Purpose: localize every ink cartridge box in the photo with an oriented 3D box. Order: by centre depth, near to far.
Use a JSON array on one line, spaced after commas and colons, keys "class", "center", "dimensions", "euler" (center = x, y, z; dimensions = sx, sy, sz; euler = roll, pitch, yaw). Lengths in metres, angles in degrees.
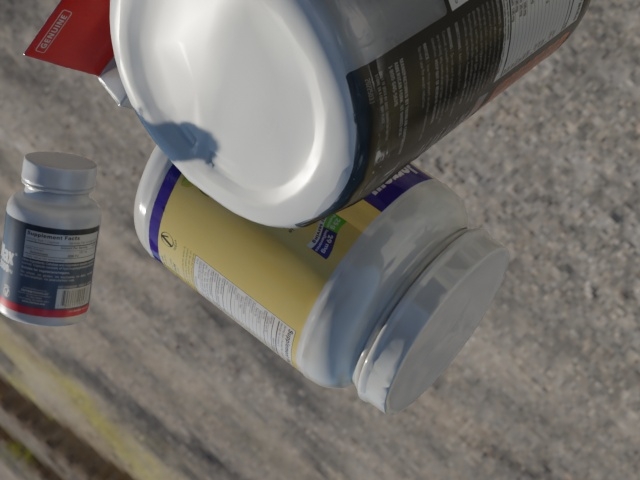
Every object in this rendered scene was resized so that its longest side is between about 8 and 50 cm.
[{"class": "ink cartridge box", "center": [-0.173, -0.290, 1.471], "dimensions": [0.066, 0.296, 0.261], "euler": [49, -159, 25]}]

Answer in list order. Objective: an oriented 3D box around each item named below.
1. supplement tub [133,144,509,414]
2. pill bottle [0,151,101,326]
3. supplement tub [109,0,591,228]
[{"class": "supplement tub", "center": [0.000, 0.000, 1.253], "dimensions": [0.331, 0.241, 0.241], "euler": [35, 157, 20]}, {"class": "pill bottle", "center": [-0.303, -0.004, 1.376], "dimensions": [0.108, 0.108, 0.180], "euler": [26, 111, 45]}, {"class": "supplement tub", "center": [0.046, -0.170, 0.802], "dimensions": [0.207, 0.338, 0.207], "euler": [26, 135, 29]}]
